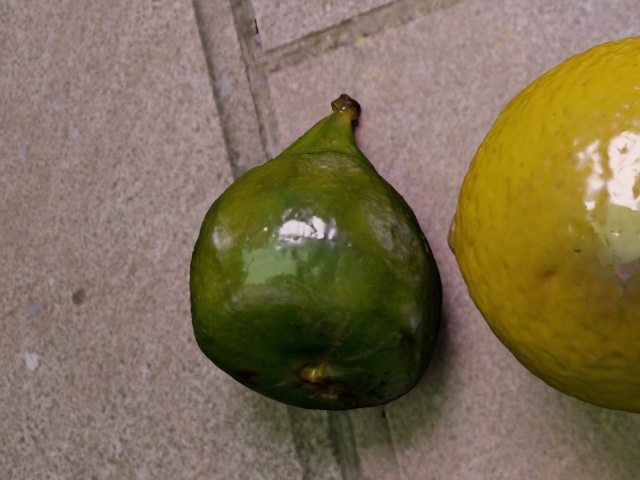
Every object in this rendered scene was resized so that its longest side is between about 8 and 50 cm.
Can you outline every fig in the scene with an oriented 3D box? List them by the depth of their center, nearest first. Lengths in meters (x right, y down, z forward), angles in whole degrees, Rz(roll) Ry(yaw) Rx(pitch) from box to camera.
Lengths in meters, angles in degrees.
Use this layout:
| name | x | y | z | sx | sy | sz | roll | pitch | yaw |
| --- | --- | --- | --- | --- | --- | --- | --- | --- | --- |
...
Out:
| name | x | y | z | sx | sy | sz | roll | pitch | yaw |
| --- | --- | --- | --- | --- | --- | --- | --- | --- | --- |
| fig | 0.000 | 0.000 | 1.229 | 0.203 | 0.203 | 0.235 | -23 | 41 | 32 |

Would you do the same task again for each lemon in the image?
| name | x | y | z | sx | sy | sz | roll | pitch | yaw |
| --- | --- | --- | --- | --- | --- | --- | --- | --- | --- |
| lemon | 0.221 | -0.011 | 1.010 | 0.267 | 0.267 | 0.267 | 2 | 94 | 33 |
